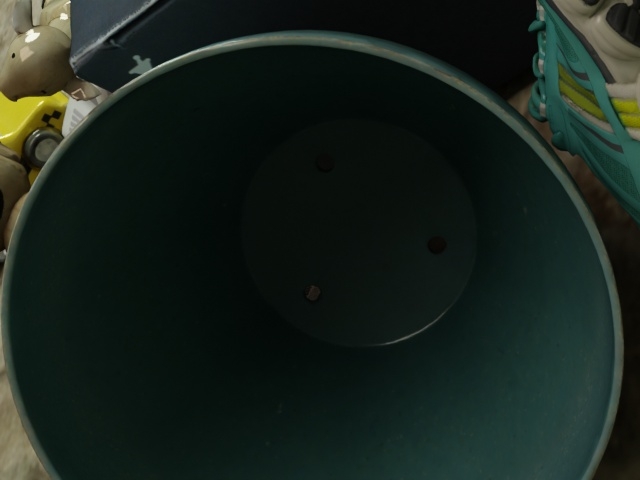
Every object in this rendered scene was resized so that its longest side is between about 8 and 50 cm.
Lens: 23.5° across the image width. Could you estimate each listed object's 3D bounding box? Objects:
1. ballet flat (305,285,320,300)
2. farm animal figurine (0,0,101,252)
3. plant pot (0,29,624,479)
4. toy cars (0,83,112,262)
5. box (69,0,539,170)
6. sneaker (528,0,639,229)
[{"bbox_3d":[0.000,0.000,0.974,0.114,0.041,0.041,-56,38,15],"label":"ballet flat"},{"bbox_3d":[-0.214,-0.049,1.046,0.172,0.327,0.330,-157,72,-66],"label":"farm animal figurine"},{"bbox_3d":[0.007,0.022,0.796,0.290,0.290,0.195,-52,3,19],"label":"plant pot"},{"bbox_3d":[-0.227,-0.103,1.272,0.394,0.087,0.176,-32,50,38],"label":"toy cars"},{"bbox_3d":[0.016,-0.282,0.939,0.293,0.212,0.395,-30,50,33],"label":"box"},{"bbox_3d":[0.130,-0.084,0.703,0.107,0.275,0.110,-36,7,-37],"label":"sneaker"}]
